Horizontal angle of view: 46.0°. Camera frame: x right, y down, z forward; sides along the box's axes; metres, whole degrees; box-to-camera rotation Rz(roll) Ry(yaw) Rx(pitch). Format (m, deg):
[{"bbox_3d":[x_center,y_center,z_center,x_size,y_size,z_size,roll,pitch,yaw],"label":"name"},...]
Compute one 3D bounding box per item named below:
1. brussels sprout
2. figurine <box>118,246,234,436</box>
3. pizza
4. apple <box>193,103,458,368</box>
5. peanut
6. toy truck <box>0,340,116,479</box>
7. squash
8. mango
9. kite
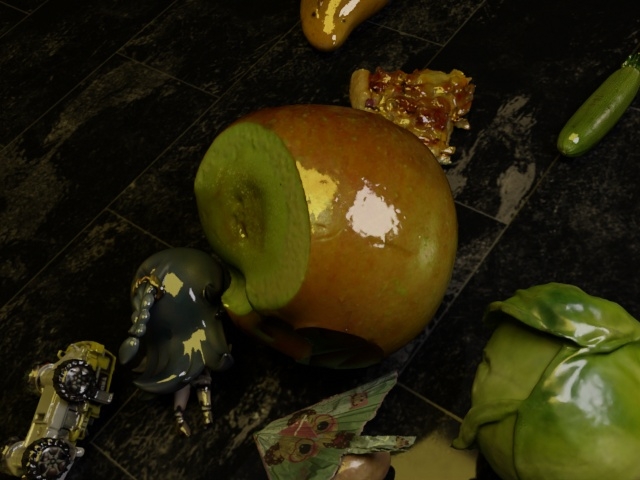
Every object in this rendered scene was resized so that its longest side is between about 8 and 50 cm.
[{"bbox_3d":[0.306,0.196,0.934,0.294,0.227,0.259,35,75,-5],"label":"brussels sprout"},{"bbox_3d":[-0.212,0.136,1.143,0.175,0.197,0.265,-7,44,-9],"label":"figurine"},{"bbox_3d":[0.181,-0.258,1.392,0.228,0.081,0.289,-28,51,-8],"label":"pizza"},{"bbox_3d":[0.000,0.000,1.074,0.384,0.374,0.374,11,56,2],"label":"apple"},{"bbox_3d":[0.026,0.319,1.005,0.152,0.076,0.076,-28,53,-13],"label":"peanut"},{"bbox_3d":[-0.389,0.283,1.102,0.136,0.111,0.286,-12,55,45],"label":"toy truck"},{"bbox_3d":[0.491,-0.227,1.307,0.066,0.066,0.252,33,68,31],"label":"squash"},{"bbox_3d":[0.056,-0.527,1.596,0.177,0.120,0.295,24,63,29],"label":"mango"},{"bbox_3d":[0.009,0.268,1.024,0.267,0.013,0.323,-5,26,37],"label":"kite"}]
